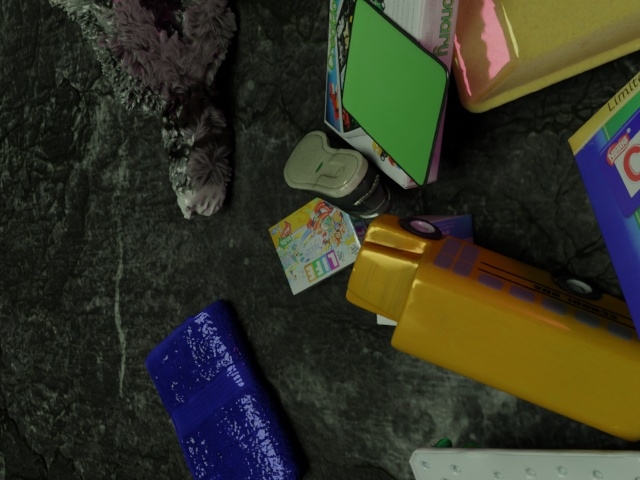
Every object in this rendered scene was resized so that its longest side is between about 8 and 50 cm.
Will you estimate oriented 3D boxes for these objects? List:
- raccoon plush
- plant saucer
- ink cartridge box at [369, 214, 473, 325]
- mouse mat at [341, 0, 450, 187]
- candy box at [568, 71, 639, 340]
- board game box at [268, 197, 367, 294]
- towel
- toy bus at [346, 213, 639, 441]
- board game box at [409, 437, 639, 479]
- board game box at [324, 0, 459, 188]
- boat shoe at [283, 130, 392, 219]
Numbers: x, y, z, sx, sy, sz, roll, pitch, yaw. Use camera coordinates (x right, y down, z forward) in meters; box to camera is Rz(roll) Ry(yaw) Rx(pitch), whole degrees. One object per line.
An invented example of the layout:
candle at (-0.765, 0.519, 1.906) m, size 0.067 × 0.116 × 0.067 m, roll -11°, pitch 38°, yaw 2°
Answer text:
raccoon plush at (-0.298, -0.267, 1.427) m, size 0.299 × 0.216 × 0.447 m, roll 19°, pitch 111°, yaw 49°
plant saucer at (0.254, -0.335, 0.945) m, size 0.332 × 0.081 × 0.333 m, roll -18°, pitch 86°, yaw 45°
ink cartridge box at (0.126, 0.044, 1.134) m, size 0.092 × 0.089 × 0.143 m, roll 0°, pitch 97°, yaw 44°
mouse mat at (0.078, -0.166, 1.043) m, size 0.190 × 0.007 × 0.153 m, roll 52°, pitch 146°, yaw 40°
candy box at (0.367, -0.036, 0.764) m, size 0.268 × 0.122 × 0.317 m, roll -51°, pitch 35°, yaw 44°
board game box at (0.000, 0.000, 1.294) m, size 0.154 × 0.026 × 0.104 m, roll -32°, pitch 76°, yaw 43°
towel at (-0.162, 0.275, 1.471) m, size 0.227 × 0.076 × 0.308 m, roll -44°, pitch 67°, yaw 41°
toy bus at (0.189, 0.085, 0.987) m, size 0.332 × 0.130 × 0.108 m, roll 21°, pitch 114°, yaw 9°
board game box at (0.315, 0.381, 0.979) m, size 0.389 × 0.050 × 0.390 m, roll -11°, pitch 104°, yaw 45°
board game box at (0.077, -0.238, 1.078) m, size 0.193 × 0.053 × 0.305 m, roll 46°, pitch 142°, yaw 47°
boat shoe at (0.017, -0.081, 1.202) m, size 0.084 × 0.079 × 0.233 m, roll -55°, pitch 28°, yaw 1°
